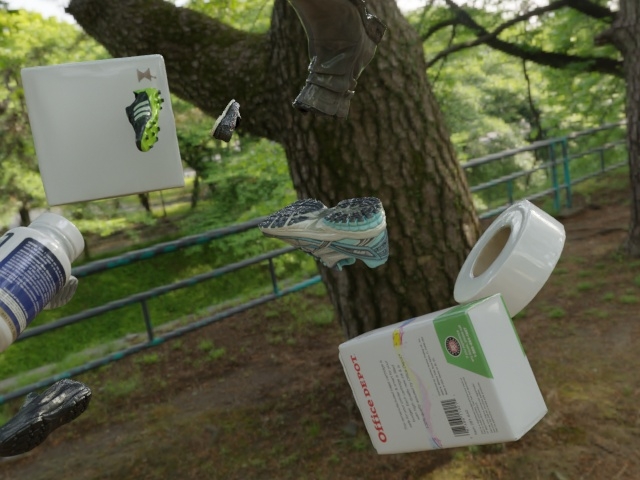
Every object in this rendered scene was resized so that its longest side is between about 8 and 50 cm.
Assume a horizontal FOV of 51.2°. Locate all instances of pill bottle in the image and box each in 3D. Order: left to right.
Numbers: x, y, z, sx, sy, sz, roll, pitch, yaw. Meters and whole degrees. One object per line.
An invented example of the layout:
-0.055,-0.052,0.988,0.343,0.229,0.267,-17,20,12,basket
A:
-0.359,0.044,0.793,0.094,0.094,0.169,-4,36,28,pill bottle

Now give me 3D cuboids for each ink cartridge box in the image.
0.189,0.223,1.088,0.117,0.201,0.278,-17,-5,-46,ink cartridge box

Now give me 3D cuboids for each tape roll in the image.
0.431,0.049,1.541,0.100,0.286,0.286,33,11,-3,tape roll

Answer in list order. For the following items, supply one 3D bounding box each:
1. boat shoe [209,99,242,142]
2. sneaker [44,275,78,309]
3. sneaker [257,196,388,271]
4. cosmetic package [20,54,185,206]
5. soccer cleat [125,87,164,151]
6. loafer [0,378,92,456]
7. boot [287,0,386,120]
-0.171,-0.223,1.257,0.042,0.048,0.133,26,33,-9,boat shoe
-0.662,0.107,1.447,0.115,0.105,0.281,25,5,16,sneaker
0.000,0.000,1.201,0.283,0.122,0.110,4,31,44,sneaker
-0.563,-0.277,1.743,0.328,0.329,0.394,-11,8,-18,cosmetic package
-0.382,-0.256,1.428,0.073,0.060,0.178,-4,54,4,soccer cleat
-0.508,0.313,1.200,0.078,0.076,0.223,26,20,13,loafer
0.002,-0.340,1.225,0.118,0.222,0.338,28,9,31,boot
